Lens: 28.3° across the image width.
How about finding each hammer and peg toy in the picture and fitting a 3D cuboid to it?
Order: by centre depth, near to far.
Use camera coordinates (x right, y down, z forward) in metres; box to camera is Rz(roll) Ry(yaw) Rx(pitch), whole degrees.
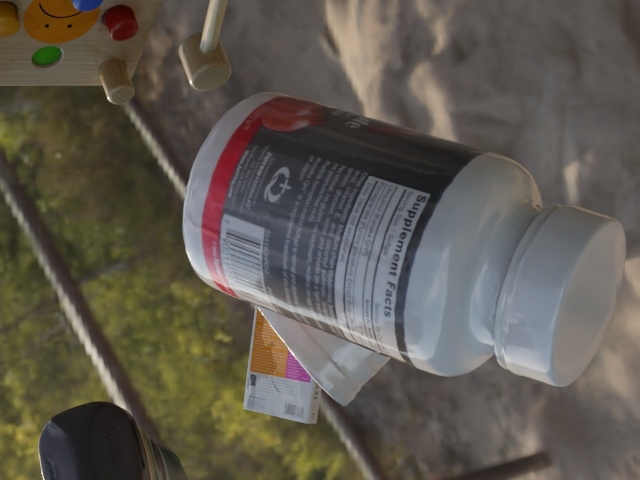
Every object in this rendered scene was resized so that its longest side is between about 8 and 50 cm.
[{"bbox_3d":[-0.268,-0.290,1.557,0.266,0.361,0.127,-58,47,45],"label":"hammer and peg toy"}]

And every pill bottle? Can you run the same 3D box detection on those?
[{"bbox_3d":[0.064,0.002,0.993,0.318,0.176,0.176,19,123,29],"label":"pill bottle"}]

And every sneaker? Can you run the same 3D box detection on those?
[{"bbox_3d":[0.000,0.000,1.205,0.292,0.169,0.108,49,-176,33],"label":"sneaker"}]

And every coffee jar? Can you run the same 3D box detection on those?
[{"bbox_3d":[-0.161,0.194,1.015,0.184,0.079,0.096,70,180,-66],"label":"coffee jar"}]

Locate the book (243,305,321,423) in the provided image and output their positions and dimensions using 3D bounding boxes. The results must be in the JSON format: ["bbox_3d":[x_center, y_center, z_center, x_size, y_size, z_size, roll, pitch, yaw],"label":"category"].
[{"bbox_3d":[-0.038,0.136,1.499,0.096,0.035,0.144,8,88,35],"label":"book"}]
